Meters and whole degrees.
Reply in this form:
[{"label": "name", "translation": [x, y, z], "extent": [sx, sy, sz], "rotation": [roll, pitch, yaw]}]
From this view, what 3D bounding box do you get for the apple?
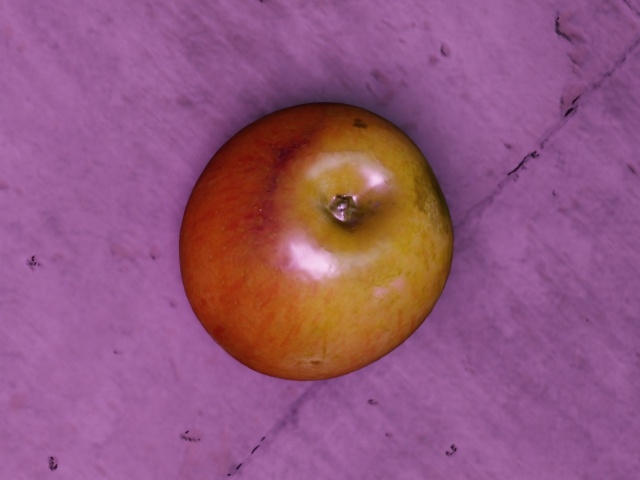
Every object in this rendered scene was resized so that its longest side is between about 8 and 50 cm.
[{"label": "apple", "translation": [0.000, 0.000, 1.353], "extent": [0.196, 0.196, 0.196], "rotation": [3, 83, -22]}]
